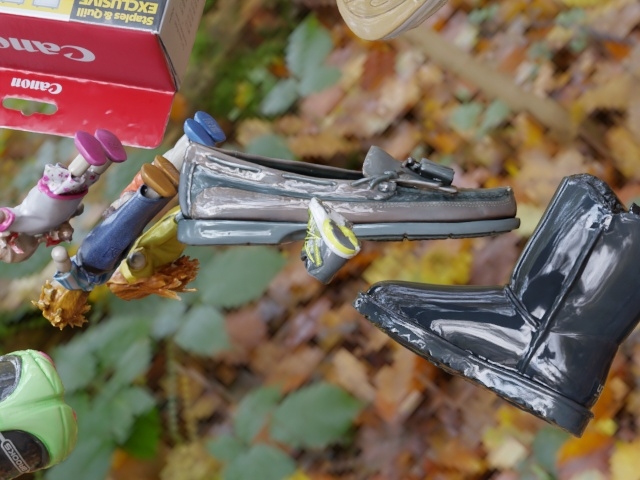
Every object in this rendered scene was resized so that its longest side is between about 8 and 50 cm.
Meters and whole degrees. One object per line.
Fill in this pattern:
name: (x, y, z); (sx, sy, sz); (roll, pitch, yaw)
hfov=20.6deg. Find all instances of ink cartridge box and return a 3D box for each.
ink cartridge box: (-0.285, -0.257, 1.817); (0.130, 0.309, 0.271); (76, -156, -65)

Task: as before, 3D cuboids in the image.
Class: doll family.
doll family: (-0.160, -0.002, 1.447); (0.163, 0.118, 0.263); (-46, -14, 24)

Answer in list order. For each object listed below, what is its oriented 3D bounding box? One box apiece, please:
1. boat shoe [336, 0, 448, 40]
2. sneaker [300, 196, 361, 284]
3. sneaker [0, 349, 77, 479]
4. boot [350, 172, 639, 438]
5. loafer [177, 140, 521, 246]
boat shoe: (0.114, -0.233, 1.109); (0.096, 0.098, 0.277); (1, -44, -47)
sneaker: (0.000, 0.000, 1.059); (0.035, 0.031, 0.083); (-53, 14, 10)
sneaker: (-0.476, 0.248, 2.084); (0.202, 0.185, 0.483); (-12, -15, -40)
boot: (0.176, 0.032, 1.551); (0.207, 0.246, 0.094); (-61, -24, -6)
loafer: (0.021, -0.040, 1.366); (0.096, 0.268, 0.084); (-159, 67, -88)
